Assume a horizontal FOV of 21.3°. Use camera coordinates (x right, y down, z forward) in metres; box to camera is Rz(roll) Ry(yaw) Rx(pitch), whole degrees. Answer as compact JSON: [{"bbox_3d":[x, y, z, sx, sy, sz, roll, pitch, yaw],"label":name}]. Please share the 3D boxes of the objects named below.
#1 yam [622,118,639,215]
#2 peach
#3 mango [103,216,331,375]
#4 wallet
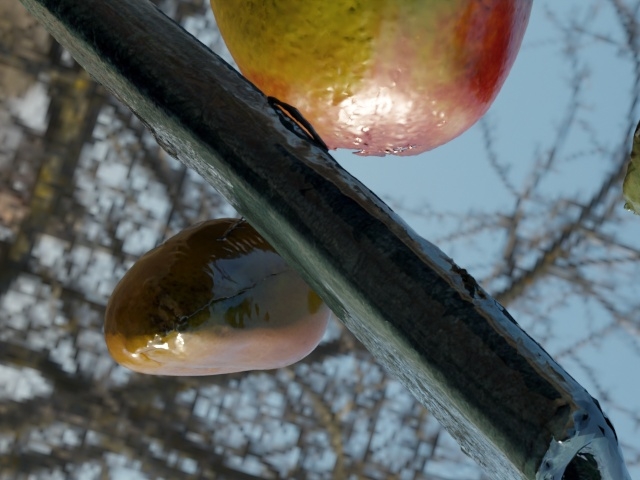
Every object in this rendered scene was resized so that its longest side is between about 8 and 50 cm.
[{"bbox_3d":[0.360,-0.013,1.180,0.195,0.300,0.195,-42,162,-17],"label":"yam"},{"bbox_3d":[0.034,-0.171,1.089,0.231,0.231,0.231,-162,-90,-76],"label":"peach"},{"bbox_3d":[-0.062,0.030,0.918,0.105,0.159,0.084,-17,-104,29],"label":"mango"},{"bbox_3d":[0.000,0.000,0.735,0.046,0.190,0.379,-43,-125,-5],"label":"wallet"}]
